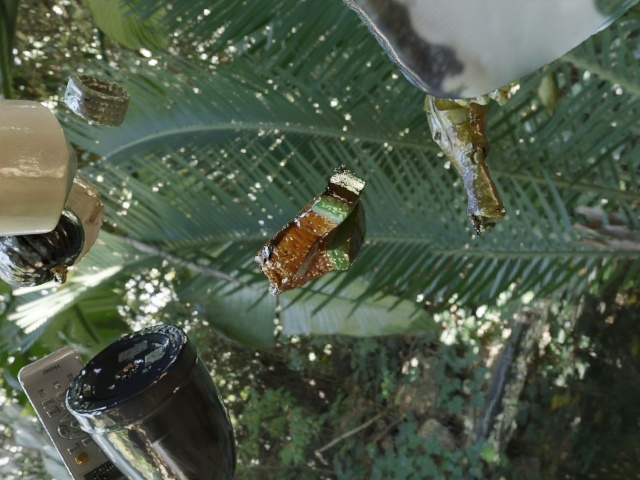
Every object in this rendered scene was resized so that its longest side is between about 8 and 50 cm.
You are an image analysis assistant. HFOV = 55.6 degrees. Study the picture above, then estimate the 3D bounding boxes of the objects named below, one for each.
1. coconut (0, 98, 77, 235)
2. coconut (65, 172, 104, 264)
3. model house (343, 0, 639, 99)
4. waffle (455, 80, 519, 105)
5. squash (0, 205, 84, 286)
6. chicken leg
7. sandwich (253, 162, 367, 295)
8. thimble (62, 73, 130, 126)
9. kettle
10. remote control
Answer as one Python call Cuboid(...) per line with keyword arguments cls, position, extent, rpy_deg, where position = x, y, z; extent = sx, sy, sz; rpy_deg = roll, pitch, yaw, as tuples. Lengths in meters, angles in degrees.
Cuboid(cls="coconut", position=(-0.507, -0.114, 0.984), extent=(0.241, 0.241, 0.241), rpy_deg=(15, -90, -80))
Cuboid(cls="coconut", position=(-0.719, -0.061, 1.614), extent=(0.297, 0.255, 0.297), rpy_deg=(-162, 90, -88))
Cuboid(cls="model house", position=(0.062, -0.277, 0.401), extent=(0.271, 0.190, 0.300), rpy_deg=(45, -158, -34))
Cuboid(cls="waffle", position=(0.323, -0.387, 1.243), extent=(0.054, 0.204, 0.223), rpy_deg=(-50, -26, -74))
Cuboid(cls="squash", position=(-0.551, 0.008, 1.193), extent=(0.193, 0.156, 0.193), rpy_deg=(-59, -8, -13))
Cuboid(cls="chicken leg", position=(0.352, -0.214, 1.430), extent=(0.201, 0.153, 0.428), rpy_deg=(26, -130, -66))
Cuboid(cls="sandwich", position=(0.000, 0.000, 1.241), extent=(0.301, 0.162, 0.250), rpy_deg=(-48, 2, 10))
Cuboid(cls="thimble", position=(-0.406, -0.255, 1.100), extent=(0.084, 0.110, 0.062), rpy_deg=(-102, 33, -57))
Cuboid(cls="kettle", position=(-0.286, 0.333, 1.138), extent=(0.324, 0.229, 0.321), rpy_deg=(65, 169, -24))
Cuboid(cls="remote control", position=(-0.465, 0.359, 1.178), extent=(0.109, 0.055, 0.312), rpy_deg=(-27, -73, -25))
